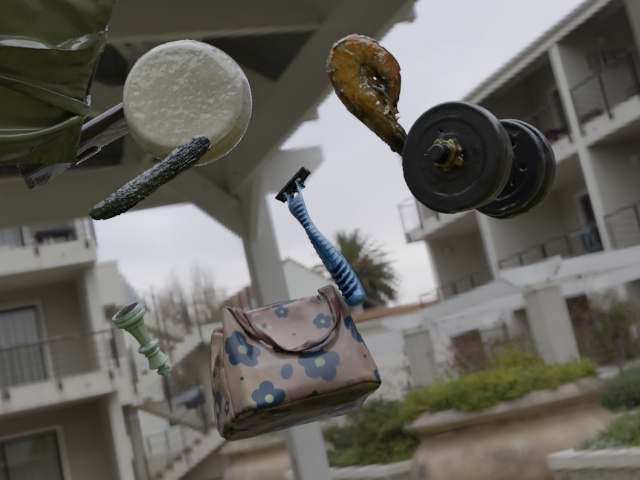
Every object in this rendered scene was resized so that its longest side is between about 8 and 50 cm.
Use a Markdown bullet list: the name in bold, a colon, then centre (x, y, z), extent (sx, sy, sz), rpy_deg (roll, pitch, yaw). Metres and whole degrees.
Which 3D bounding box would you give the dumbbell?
- **dumbbell**: centre (0.277, -0.131, 1.673), extent (0.185, 0.185, 0.388), rpy_deg (-18, -10, 30)

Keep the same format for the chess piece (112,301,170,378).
- **chess piece**: centre (-0.309, 0.185, 1.732), extent (0.059, 0.149, 0.059), rpy_deg (-26, 16, 8)

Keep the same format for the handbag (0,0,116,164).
- **handbag**: centre (-0.428, -0.247, 1.362), extent (0.253, 0.316, 0.109), rpy_deg (4, 22, -37)

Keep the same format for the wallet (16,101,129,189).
- **wallet**: centre (-0.552, -0.221, 2.251), extent (0.309, 0.042, 0.165), rpy_deg (-35, -7, -16)

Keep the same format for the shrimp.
- **shrimp**: centre (0.134, -0.323, 2.180), extent (0.164, 0.317, 0.062), rpy_deg (-42, 19, -10)

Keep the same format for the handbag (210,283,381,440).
- **handbag**: centre (-0.053, 0.191, 1.549), extent (0.251, 0.193, 0.190), rpy_deg (-9, -25, -20)

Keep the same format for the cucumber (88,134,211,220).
- **cucumber**: centre (-0.297, -0.106, 1.718), extent (0.256, 0.044, 0.043), rpy_deg (-38, 1, -23)

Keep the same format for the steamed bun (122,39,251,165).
- **steamed bun**: centre (-0.291, -0.296, 2.158), extent (0.283, 0.283, 0.177), rpy_deg (-12, -9, -1)

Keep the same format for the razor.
- **razor**: centre (0.000, 0.000, 1.564), extent (0.042, 0.253, 0.082), rpy_deg (3, -40, -51)
